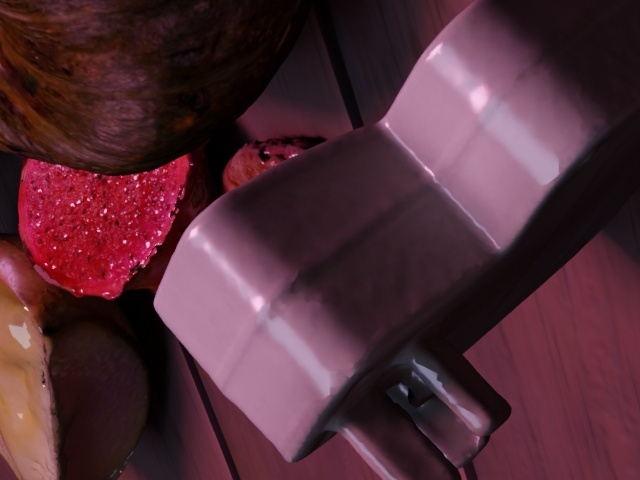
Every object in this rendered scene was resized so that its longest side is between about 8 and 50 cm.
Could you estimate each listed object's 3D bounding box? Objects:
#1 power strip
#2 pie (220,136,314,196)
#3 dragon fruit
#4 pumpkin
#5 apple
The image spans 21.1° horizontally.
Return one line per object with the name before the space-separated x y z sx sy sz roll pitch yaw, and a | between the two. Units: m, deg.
power strip | 0.073 -0.003 0.730 0.141 0.261 0.229 47 148 11
pie | 0.000 0.000 1.050 0.153 0.038 0.153 31 143 26
dragon fruit | -0.115 -0.027 1.125 0.153 0.153 0.111 25 180 37
pumpkin | -0.121 -0.163 0.917 0.232 0.242 0.325 35 154 -31
apple | -0.217 0.084 1.346 0.193 0.120 0.265 46 148 34
